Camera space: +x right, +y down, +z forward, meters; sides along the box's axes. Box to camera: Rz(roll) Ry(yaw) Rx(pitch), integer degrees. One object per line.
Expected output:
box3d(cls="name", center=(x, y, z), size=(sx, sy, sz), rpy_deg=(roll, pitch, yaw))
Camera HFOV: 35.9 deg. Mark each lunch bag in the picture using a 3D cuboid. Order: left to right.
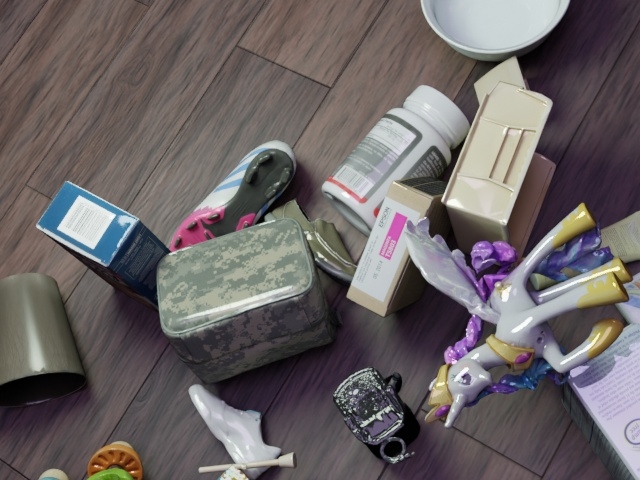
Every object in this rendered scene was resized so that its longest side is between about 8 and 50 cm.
box3d(cls="lunch bag", center=(-0.131, 0.132, 1.821), size=(0.305, 0.256, 0.212), rpy_deg=(-19, 46, 3))

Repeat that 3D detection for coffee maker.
box3d(cls="coffee maker", center=(0.106, 0.327, 1.735), size=(0.120, 0.178, 0.171), rpy_deg=(-16, 65, 9))

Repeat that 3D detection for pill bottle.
box3d(cls="pill bottle", center=(0.150, -0.152, 1.913), size=(0.161, 0.161, 0.283), rpy_deg=(39, 82, 22))

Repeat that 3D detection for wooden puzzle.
box3d(cls="wooden puzzle", center=(-0.155, 0.427, 1.733), size=(0.049, 0.006, 0.083), rpy_deg=(35, 69, 27))

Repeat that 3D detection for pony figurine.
box3d(cls="pony figurine", center=(0.298, 0.103, 1.556), size=(0.363, 0.303, 0.351), rpy_deg=(-35, 29, 22))

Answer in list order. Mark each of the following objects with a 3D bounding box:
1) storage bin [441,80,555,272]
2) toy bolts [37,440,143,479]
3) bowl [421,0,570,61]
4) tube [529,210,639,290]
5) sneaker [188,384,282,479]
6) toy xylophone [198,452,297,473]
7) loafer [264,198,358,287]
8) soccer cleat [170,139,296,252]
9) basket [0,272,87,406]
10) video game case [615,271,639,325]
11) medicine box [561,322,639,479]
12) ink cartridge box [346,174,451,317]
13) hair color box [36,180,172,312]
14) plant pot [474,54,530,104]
box3d(cls="storage bin", center=(0.336, -0.112, 1.803), size=(0.123, 0.262, 0.260), rpy_deg=(19, 75, 21))
box3d(cls="toy bolts", center=(-0.436, 0.493, 1.850), size=(0.228, 0.158, 0.218), rpy_deg=(-8, 109, -1))
box3d(cls="bowl", center=(0.358, -0.472, 1.996), size=(0.298, 0.134, 0.298), rpy_deg=(-5, 67, 12))
box3d(cls="tube", center=(0.503, 0.026, 1.828), size=(0.240, 0.062, 0.070), rpy_deg=(-21, 110, -1))
box3d(cls="sneaker", center=(-0.158, 0.341, 1.852), size=(0.094, 0.080, 0.212), rpy_deg=(-39, 77, -8))
box3d(cls="toy xylophone", center=(-0.127, 0.509, 1.746), size=(0.323, 0.081, 0.236), rpy_deg=(-15, 86, 10))
box3d(cls="loafer", center=(0.000, 0.000, 1.926), size=(0.251, 0.094, 0.087), rpy_deg=(38, 86, 22))
box3d(cls="soccer cleat", center=(-0.168, -0.072, 1.996), size=(0.331, 0.143, 0.116), rpy_deg=(-43, 103, 14))
box3d(cls="basket", center=(-0.578, 0.193, 1.960), size=(0.204, 0.154, 0.227), rpy_deg=(-17, 64, 4))
box3d(cls="video game case", center=(0.736, 0.129, 1.744), size=(0.329, 0.036, 0.300), rpy_deg=(-31, 66, 0))
box3d(cls="medicine box", center=(0.529, 0.316, 1.598), size=(0.149, 0.263, 0.289), rpy_deg=(-32, 67, 1))
box3d(cls="ink cartridge box", center=(0.157, 0.006, 1.791), size=(0.088, 0.193, 0.234), rpy_deg=(28, 106, 21))
box3d(cls="hair color box", center=(-0.369, 0.030, 1.860), size=(0.174, 0.347, 0.105), rpy_deg=(27, 78, 21))
box3d(cls="plant pot", center=(0.364, -0.281, 1.948), size=(0.096, 0.109, 0.109), rpy_deg=(-20, 66, 17))
